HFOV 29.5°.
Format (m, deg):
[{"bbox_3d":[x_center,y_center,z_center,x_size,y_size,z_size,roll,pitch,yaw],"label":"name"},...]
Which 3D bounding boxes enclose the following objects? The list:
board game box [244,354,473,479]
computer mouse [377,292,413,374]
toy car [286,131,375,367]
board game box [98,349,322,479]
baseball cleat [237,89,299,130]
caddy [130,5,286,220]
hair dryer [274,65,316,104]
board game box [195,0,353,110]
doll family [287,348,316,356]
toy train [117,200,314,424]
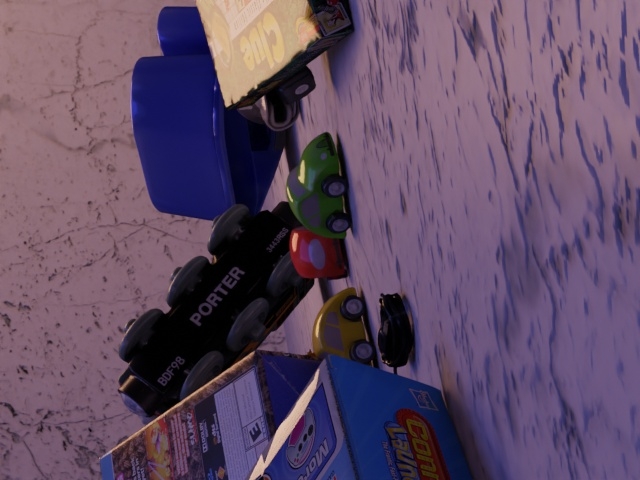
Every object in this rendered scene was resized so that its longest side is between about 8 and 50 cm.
[{"bbox_3d":[-0.006,0.280,0.686,0.308,0.086,0.302,-58,27,27],"label":"board game box"},{"bbox_3d":[0.047,0.121,0.918,0.242,0.041,0.071,85,174,-48],"label":"computer mouse"},{"bbox_3d":[0.000,0.000,1.132,0.239,0.053,0.225,-106,7,-50],"label":"toy car"},{"bbox_3d":[-0.072,0.273,1.185,0.291,0.141,0.232,-36,55,40],"label":"board game box"},{"bbox_3d":[-0.065,-0.166,1.462,0.206,0.072,0.109,81,171,-71],"label":"baseball cleat"},{"bbox_3d":[-0.135,-0.172,1.695,0.341,0.179,0.241,84,-163,-49],"label":"caddy"},{"bbox_3d":[-0.048,-0.284,1.064,0.223,0.080,0.293,94,156,-44],"label":"hair dryer"},{"bbox_3d":[-0.048,-0.192,0.953,0.260,0.030,0.136,-18,91,70],"label":"board game box"},{"bbox_3d":[-0.055,0.190,1.451,0.263,0.163,0.118,30,-143,-65],"label":"doll family"},{"bbox_3d":[-0.126,0.101,1.545,0.142,0.334,0.190,33,159,16],"label":"toy train"}]
